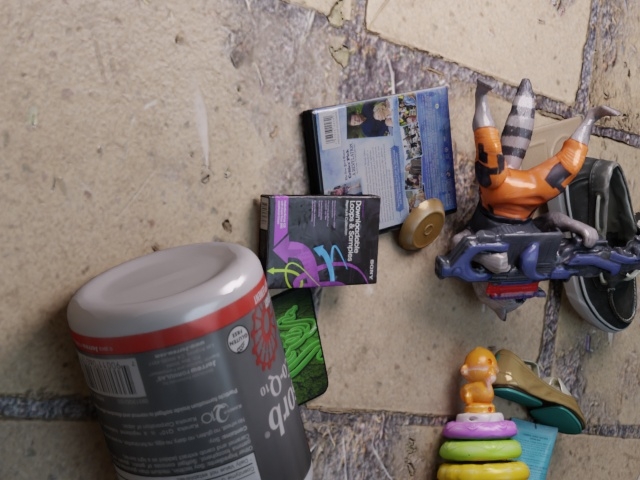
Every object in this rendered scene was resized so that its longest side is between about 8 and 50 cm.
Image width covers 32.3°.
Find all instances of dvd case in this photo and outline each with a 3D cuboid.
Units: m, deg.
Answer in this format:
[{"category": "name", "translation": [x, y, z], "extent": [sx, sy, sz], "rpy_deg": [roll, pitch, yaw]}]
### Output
[{"category": "dvd case", "translation": [0.085, -0.101, 1.471], "extent": [0.253, 0.022, 0.180], "rpy_deg": [-16, 105, -39]}]

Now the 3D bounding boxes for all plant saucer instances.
[{"category": "plant saucer", "translation": [0.143, -0.018, 1.509], "extent": [0.083, 0.015, 0.083], "rpy_deg": [-28, 139, -27]}]

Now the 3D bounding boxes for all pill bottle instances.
[{"category": "pill bottle", "translation": [-0.125, 0.202, 1.195], "extent": [0.210, 0.210, 0.363], "rpy_deg": [-27, 112, -36]}]

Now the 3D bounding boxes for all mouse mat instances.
[{"category": "mouse mat", "translation": [-0.070, 0.152, 1.372], "extent": [0.190, 0.007, 0.152], "rpy_deg": [-23, 109, -38]}]

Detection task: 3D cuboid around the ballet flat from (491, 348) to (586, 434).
[{"category": "ballet flat", "translation": [0.339, 0.230, 1.691], "extent": [0.232, 0.080, 0.073], "rpy_deg": [33, 58, -39]}]

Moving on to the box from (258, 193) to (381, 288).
[{"category": "box", "translation": [0.000, 0.000, 1.380], "extent": [0.162, 0.029, 0.116], "rpy_deg": [-2, 99, -31]}]

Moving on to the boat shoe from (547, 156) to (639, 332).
[{"category": "boat shoe", "translation": [0.437, 0.018, 1.682], "extent": [0.121, 0.119, 0.335], "rpy_deg": [-49, 128, -29]}]

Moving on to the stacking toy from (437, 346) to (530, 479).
[{"category": "stacking toy", "translation": [0.228, 0.302, 1.567], "extent": [0.175, 0.166, 0.302], "rpy_deg": [2, 81, -30]}]

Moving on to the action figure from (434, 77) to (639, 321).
[{"category": "action figure", "translation": [0.309, -0.045, 1.558], "extent": [0.341, 0.178, 0.330], "rpy_deg": [6, 110, -22]}]

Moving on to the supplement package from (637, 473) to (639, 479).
[{"category": "supplement package", "translation": [0.687, 0.428, 1.925], "extent": [0.149, 0.203, 0.194], "rpy_deg": [42, 68, -35]}]

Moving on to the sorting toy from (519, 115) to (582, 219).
[{"category": "sorting toy", "translation": [0.345, -0.081, 1.693], "extent": [0.208, 0.038, 0.193], "rpy_deg": [-19, 106, -43]}]

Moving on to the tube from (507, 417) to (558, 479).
[{"category": "tube", "translation": [0.310, 0.381, 1.695], "extent": [0.080, 0.052, 0.207], "rpy_deg": [14, 83, -19]}]

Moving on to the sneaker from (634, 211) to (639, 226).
[{"category": "sneaker", "translation": [0.584, -0.035, 1.896], "extent": [0.170, 0.068, 0.071], "rpy_deg": [-34, 131, -24]}]
